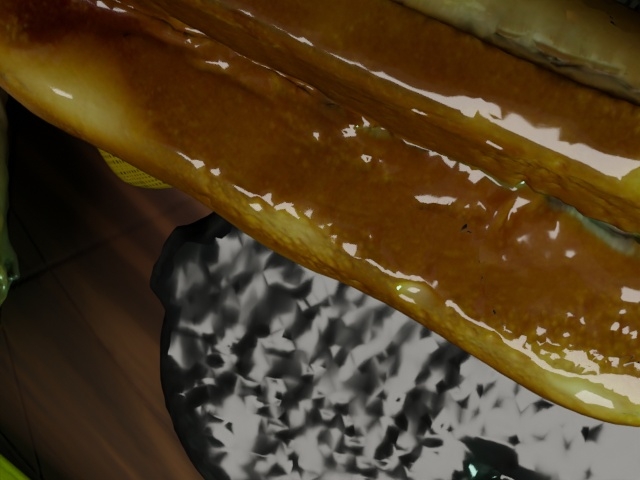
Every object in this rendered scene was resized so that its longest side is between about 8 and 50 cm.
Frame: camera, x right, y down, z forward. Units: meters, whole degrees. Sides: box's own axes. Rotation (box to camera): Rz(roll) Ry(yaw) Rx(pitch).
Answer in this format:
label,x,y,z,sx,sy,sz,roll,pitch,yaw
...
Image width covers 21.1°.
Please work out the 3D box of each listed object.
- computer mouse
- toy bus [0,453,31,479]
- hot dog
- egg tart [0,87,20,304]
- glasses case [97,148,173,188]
label,x,y,z,sx,sy,sz,roll,pitch,yaw
computer mouse,0.079,0.082,0.680,0.323,0.116,0.183,35,105,18
toy bus,-0.216,0.190,0.950,0.330,0.144,0.152,38,131,11
hot dog,0.012,-0.058,0.595,0.337,0.100,0.135,27,128,19
egg tart,-0.307,0.025,0.840,0.388,0.388,0.169,20,167,26
glasses case,-0.097,-0.133,0.729,0.079,0.064,0.234,-7,111,42
